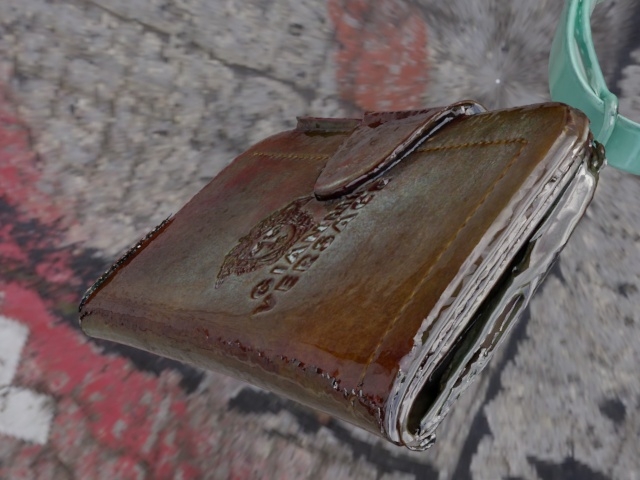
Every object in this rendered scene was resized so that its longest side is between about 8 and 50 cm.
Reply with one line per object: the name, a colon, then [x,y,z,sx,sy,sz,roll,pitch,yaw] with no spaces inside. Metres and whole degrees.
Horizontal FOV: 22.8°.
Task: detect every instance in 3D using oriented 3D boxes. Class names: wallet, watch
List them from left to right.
wallet: [0.000,0.000,0.598,0.031,0.255,0.137,47,71,-24]
watch: [0.282,-0.142,1.302,0.195,0.237,0.068,25,141,4]
